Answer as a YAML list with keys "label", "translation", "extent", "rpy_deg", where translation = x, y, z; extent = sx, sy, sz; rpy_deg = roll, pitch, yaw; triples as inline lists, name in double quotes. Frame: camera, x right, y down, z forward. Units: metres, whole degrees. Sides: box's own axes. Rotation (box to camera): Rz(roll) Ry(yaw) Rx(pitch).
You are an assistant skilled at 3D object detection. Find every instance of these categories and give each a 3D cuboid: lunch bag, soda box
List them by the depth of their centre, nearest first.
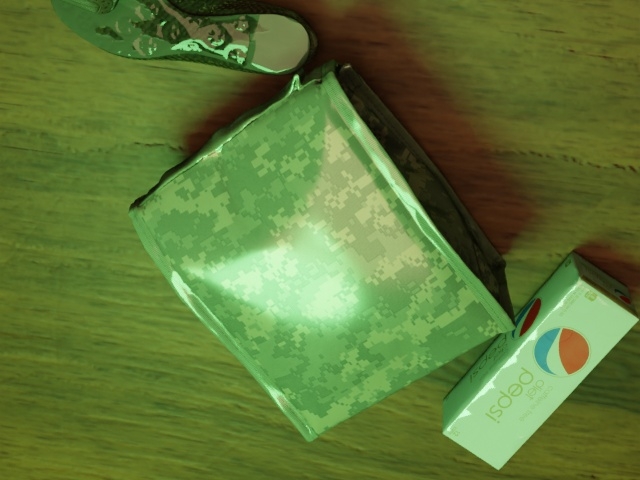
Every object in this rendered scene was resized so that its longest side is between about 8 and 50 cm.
- label: "lunch bag"
  translation: [0.000, 0.000, 0.975]
  extent: [0.235, 0.169, 0.287]
  rpy_deg: [-33, 110, 18]
- label: "soda box"
  translation: [0.212, 0.120, 1.053]
  extent: [0.074, 0.069, 0.216]
  rpy_deg: [34, 112, -8]

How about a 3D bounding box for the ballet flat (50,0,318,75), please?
- label: "ballet flat"
  translation: [-0.122, -0.202, 0.972]
  extent: [0.250, 0.058, 0.084]
  rpy_deg: [12, 110, 7]

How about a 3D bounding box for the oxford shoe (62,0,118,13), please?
- label: "oxford shoe"
  translation: [-0.324, -0.301, 0.909]
  extent: [0.364, 0.130, 0.132]
  rpy_deg: [30, 149, 12]
